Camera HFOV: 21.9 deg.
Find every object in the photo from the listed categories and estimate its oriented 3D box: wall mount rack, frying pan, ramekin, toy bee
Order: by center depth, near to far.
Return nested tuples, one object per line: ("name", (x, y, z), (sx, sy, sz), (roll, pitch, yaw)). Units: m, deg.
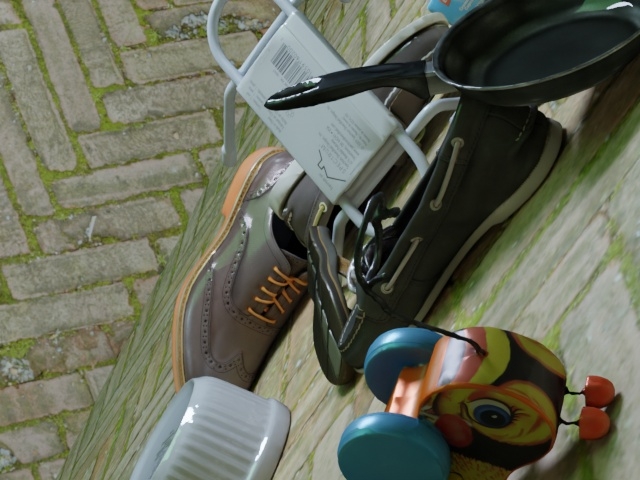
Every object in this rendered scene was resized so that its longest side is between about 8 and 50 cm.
("toy bee", (0.093, 0.121, 1.029), (0.298, 0.162, 0.195), (82, -158, -65))
("frying pan", (0.130, -0.136, 1.333), (0.326, 0.053, 0.197), (-28, 28, -4))
("ramekin", (-0.129, 0.245, 1.790), (0.207, 0.109, 0.207), (-57, 11, 17))
("wall mount rack", (0.000, -0.111, 1.792), (0.130, 0.350, 0.304), (-11, -34, -53))

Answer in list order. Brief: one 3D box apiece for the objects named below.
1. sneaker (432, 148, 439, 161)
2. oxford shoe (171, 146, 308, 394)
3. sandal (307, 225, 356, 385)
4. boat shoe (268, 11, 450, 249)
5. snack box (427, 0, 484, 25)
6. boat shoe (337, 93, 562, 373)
("sneaker", (0.145, -0.090, 1.568), (0.109, 0.044, 0.040), (-47, 15, 47))
("oxford shoe", (-0.081, 0.055, 2.037), (0.133, 0.130, 0.363), (5, 77, 56))
("sandal", (0.023, 0.060, 1.683), (0.219, 0.060, 0.090), (-102, 15, -59))
("boat shoe", (0.063, -0.115, 1.887), (0.117, 0.096, 0.324), (-4, -40, -52))
("snack box", (0.234, -0.418, 1.985), (0.322, 0.060, 0.187), (-56, 9, 21))
("boat shoe", (0.087, -0.012, 1.480), (0.335, 0.095, 0.112), (-52, 13, 38))
